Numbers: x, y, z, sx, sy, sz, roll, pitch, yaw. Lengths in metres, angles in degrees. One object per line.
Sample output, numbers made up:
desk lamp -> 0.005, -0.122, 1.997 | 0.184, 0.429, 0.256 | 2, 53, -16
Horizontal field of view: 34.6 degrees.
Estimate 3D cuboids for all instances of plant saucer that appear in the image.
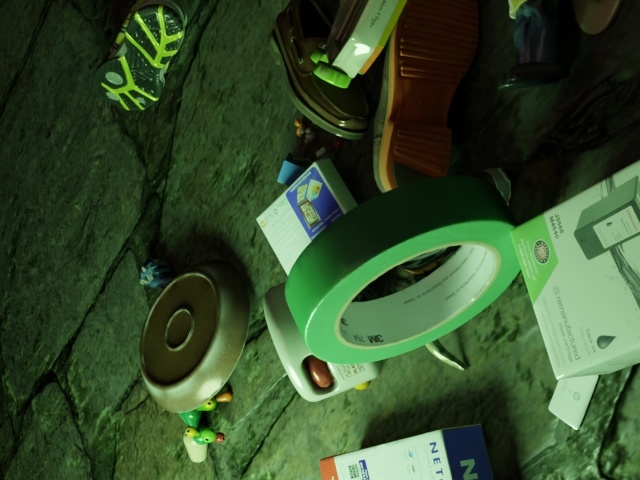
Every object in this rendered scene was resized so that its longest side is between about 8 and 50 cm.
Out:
plant saucer -> -0.258, 0.177, 1.992 | 0.311, 0.050, 0.310 | -24, 54, 38

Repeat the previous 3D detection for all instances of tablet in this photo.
tablet -> 0.328, 0.197, 1.335 | 0.054, 0.006, 0.083 | 36, 119, 47

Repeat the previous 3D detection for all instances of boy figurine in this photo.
boy figurine -> 0.266, -0.342, 1.313 | 0.177, 0.092, 0.285 | -116, 20, -87

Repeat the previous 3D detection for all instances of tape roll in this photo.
tape roll -> 0.115, 0.046, 1.356 | 0.321, 0.321, 0.077 | -53, 50, 39

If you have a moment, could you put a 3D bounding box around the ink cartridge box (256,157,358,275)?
ink cartridge box -> 0.000, 0.000, 1.723 | 0.206, 0.045, 0.208 | -40, 74, 46

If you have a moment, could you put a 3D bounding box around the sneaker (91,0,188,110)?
sneaker -> -0.368, -0.410, 2.186 | 0.385, 0.145, 0.147 | -36, 31, 50

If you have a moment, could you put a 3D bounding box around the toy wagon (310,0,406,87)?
toy wagon -> 0.072, -0.375, 1.541 | 0.267, 0.068, 0.344 | -63, 11, 16

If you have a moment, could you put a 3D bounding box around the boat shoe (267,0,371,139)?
boat shoe -> 0.000, -0.291, 1.683 | 0.307, 0.111, 0.104 | 57, 133, 36

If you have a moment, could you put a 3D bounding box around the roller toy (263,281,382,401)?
roller toy -> 0.011, 0.143, 1.594 | 0.146, 0.191, 0.209 | -22, 84, 5

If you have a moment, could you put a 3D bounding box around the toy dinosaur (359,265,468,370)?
toy dinosaur -> 0.129, 0.089, 1.558 | 0.118, 0.064, 0.268 | -34, 67, 40

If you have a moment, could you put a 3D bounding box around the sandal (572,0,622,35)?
sandal -> 0.336, -0.378, 1.262 | 0.088, 0.079, 0.240 | 33, 116, 48

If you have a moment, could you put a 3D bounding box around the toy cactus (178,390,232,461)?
toy cactus -> -0.246, 0.355, 2.044 | 0.219, 0.112, 0.180 | 31, 133, 46

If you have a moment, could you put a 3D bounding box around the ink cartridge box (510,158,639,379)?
ink cartridge box -> 0.374, 0.025, 1.182 | 0.273, 0.115, 0.198 | -35, 63, 47

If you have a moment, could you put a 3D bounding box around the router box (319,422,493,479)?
router box -> 0.144, 0.461, 1.517 | 0.301, 0.082, 0.335 | -30, 67, 49

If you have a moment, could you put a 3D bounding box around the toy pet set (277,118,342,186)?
toy pet set -> -0.035, -0.154, 1.768 | 0.122, 0.065, 0.114 | 48, 126, 42

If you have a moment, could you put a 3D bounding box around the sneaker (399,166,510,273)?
sneaker -> 0.178, -0.028, 1.451 | 0.215, 0.083, 0.084 | -42, 54, 25

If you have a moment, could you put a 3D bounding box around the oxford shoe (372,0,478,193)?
oxford shoe -> 0.134, -0.238, 1.500 | 0.133, 0.130, 0.363 | -163, 86, -71

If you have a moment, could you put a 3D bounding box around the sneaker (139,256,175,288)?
sneaker -> -0.344, 0.071, 2.191 | 0.144, 0.053, 0.059 | 11, 97, 51
